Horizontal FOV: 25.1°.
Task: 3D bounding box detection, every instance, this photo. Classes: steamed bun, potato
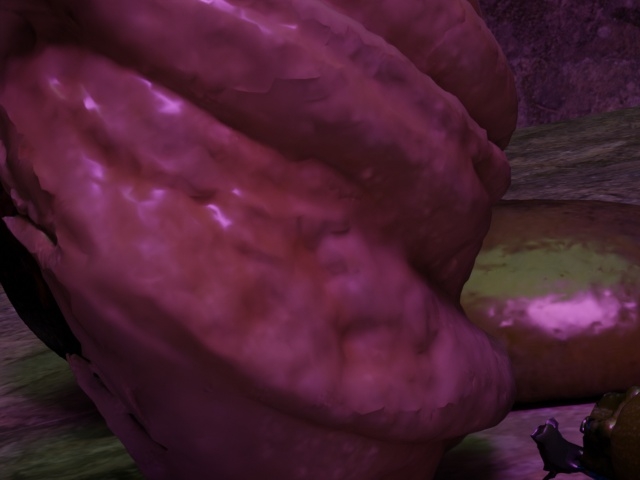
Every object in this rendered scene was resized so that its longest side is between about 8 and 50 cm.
[{"bbox_3d":[-0.032,-0.045,0.663,0.230,0.372,0.325,-30,3,-6],"label":"steamed bun"},{"bbox_3d":[0.167,0.025,0.924,0.255,0.112,0.269,-3,12,32],"label":"potato"}]

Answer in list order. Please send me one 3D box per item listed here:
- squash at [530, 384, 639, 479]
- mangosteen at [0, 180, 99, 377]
[{"bbox_3d":[0.205,0.086,0.538,0.087,0.087,0.331,-15,9,-36],"label":"squash"},{"bbox_3d":[-0.096,-0.027,1.023,0.288,0.288,0.288,-9,8,1],"label":"mangosteen"}]
